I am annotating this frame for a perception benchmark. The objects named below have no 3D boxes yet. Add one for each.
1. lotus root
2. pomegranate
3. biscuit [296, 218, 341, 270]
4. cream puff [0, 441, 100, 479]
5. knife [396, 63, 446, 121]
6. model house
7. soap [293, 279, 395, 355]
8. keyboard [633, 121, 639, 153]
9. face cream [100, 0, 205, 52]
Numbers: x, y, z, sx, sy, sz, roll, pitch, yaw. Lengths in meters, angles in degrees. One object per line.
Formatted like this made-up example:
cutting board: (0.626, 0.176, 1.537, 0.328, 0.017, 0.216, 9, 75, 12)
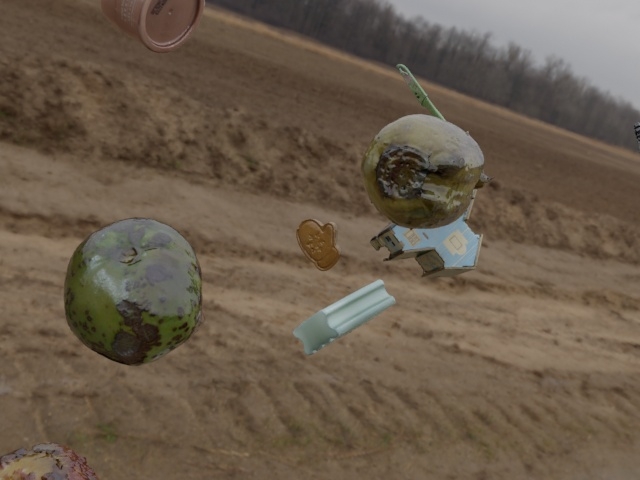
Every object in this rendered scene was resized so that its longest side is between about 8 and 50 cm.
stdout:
lotus root: (0.151, -0.094, 1.014, 0.154, 0.154, 0.278, 28, 19, 26)
pomegranate: (-0.156, 0.050, 0.694, 0.163, 0.125, 0.138, 18, 37, -45)
biscuit: (-0.001, 0.000, 1.853, 0.140, 0.118, 0.023, 47, 27, 18)
cream puff: (-0.529, 0.545, 1.365, 0.350, 0.350, 0.228, 33, -12, 39)
knife: (0.227, -0.293, 1.581, 0.207, 0.014, 0.030, 52, -30, -12)
model house: (0.279, -0.001, 1.778, 0.206, 0.271, 0.178, 50, -24, 0)
soap: (0.051, 0.158, 1.535, 0.198, 0.119, 0.066, -22, 78, -46)
keyboard: (0.539, -0.196, 1.012, 0.023, 0.231, 0.072, 42, 38, -19)
face cream: (-0.287, -0.412, 1.268, 0.104, 0.149, 0.149, 36, 20, 21)
